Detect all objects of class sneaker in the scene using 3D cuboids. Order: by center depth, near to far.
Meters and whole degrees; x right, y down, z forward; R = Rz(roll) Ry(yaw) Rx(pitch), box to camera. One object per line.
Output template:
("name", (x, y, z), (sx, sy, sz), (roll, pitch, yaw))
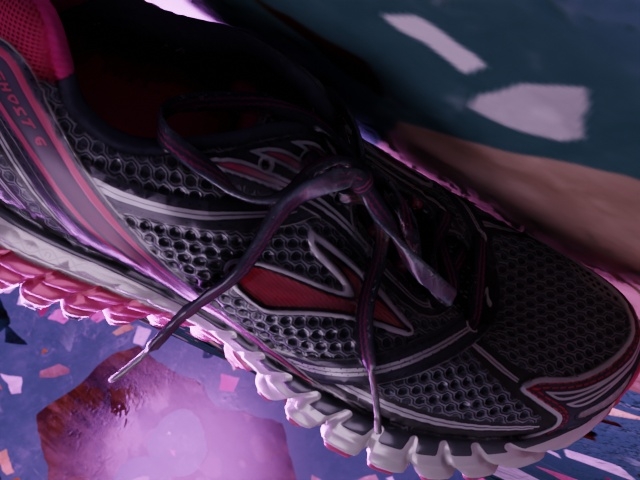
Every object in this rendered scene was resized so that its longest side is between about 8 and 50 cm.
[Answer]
("sneaker", (0.000, 0.000, 0.362), (0.299, 0.121, 0.112), (21, 139, -18))
